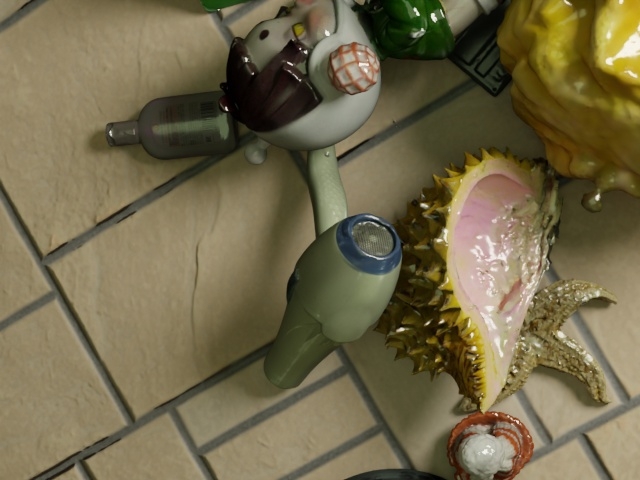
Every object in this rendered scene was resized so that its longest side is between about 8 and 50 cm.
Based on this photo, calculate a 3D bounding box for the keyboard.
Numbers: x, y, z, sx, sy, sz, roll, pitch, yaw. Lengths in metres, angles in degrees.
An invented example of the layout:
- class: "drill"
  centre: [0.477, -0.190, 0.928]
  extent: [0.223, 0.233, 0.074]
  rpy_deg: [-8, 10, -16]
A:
- class: "keyboard"
  centre: [0.232, -0.265, 1.280]
  extent: [0.103, 0.041, 0.381]
  rpy_deg: [42, 91, 6]

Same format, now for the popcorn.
- class: "popcorn"
  centre: [0.373, -0.216, 1.132]
  extent: [0.349, 0.349, 0.381]
  rpy_deg: [37, 76, 6]

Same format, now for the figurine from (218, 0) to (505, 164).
- class: "figurine"
  centre: [0.046, -0.225, 1.211]
  extent: [0.370, 0.281, 0.167]
  rpy_deg: [-31, 119, 6]

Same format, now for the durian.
- class: "durian"
  centre: [0.138, 0.031, 1.247]
  extent: [0.196, 0.185, 0.305]
  rpy_deg: [9, 86, 49]

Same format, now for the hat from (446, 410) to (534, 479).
- class: "hat"
  centre: [0.193, 0.253, 1.241]
  extent: [0.093, 0.162, 0.112]
  rpy_deg: [44, 94, 8]

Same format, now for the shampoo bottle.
- class: "shampoo bottle"
  centre: [-0.188, -0.142, 1.342]
  extent: [0.165, 0.040, 0.080]
  rpy_deg: [-6, 93, 9]

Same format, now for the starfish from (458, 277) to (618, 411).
- class: "starfish"
  centre: [0.239, 0.110, 1.289]
  extent: [0.236, 0.062, 0.277]
  rpy_deg: [-39, 91, 14]

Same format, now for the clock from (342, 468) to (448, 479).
- class: "clock"
  centre: [0.094, 0.441, 1.290]
  extent: [0.319, 0.066, 0.318]
  rpy_deg: [0, 85, 3]

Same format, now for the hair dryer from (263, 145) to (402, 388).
- class: "hair dryer"
  centre: [-0.008, 0.041, 1.278]
  extent: [0.119, 0.298, 0.296]
  rpy_deg: [9, 122, -19]

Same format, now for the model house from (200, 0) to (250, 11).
- class: "model house"
  centre: [-0.040, -0.473, 1.249]
  extent: [0.358, 0.242, 0.312]
  rpy_deg: [-14, 74, 11]
